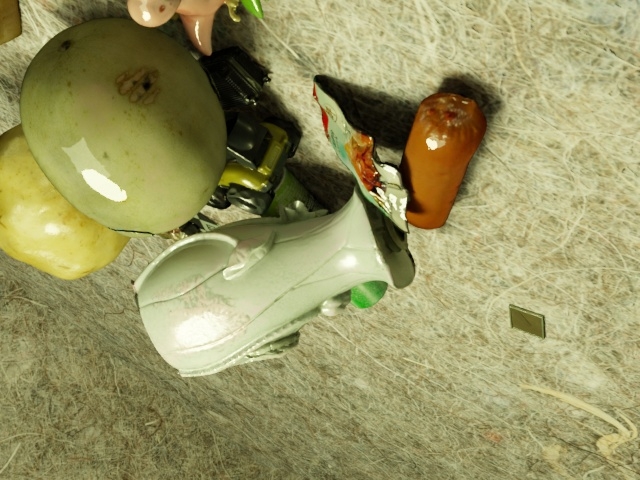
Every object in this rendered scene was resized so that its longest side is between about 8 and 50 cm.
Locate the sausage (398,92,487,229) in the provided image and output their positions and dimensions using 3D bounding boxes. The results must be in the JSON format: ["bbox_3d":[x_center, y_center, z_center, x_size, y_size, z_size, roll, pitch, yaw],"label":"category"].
[{"bbox_3d":[0.157,-0.099,1.427,0.097,0.094,0.348,26,158,7],"label":"sausage"}]

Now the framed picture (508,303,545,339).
[{"bbox_3d":[0.368,0.145,1.805,0.066,0.007,0.089,19,155,24],"label":"framed picture"}]

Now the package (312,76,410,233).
[{"bbox_3d":[0.055,-0.118,1.454,0.232,0.040,0.166,52,168,31],"label":"package"}]

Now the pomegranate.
[{"bbox_3d":[-0.472,-0.095,1.899,0.332,0.333,0.332,25,157,11],"label":"pomegranate"}]

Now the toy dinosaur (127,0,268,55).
[{"bbox_3d":[-0.154,-0.302,1.259,0.152,0.177,0.194,27,159,9],"label":"toy dinosaur"}]

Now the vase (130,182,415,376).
[{"bbox_3d":[-0.070,0.060,1.653,0.445,0.250,0.250,-23,134,19],"label":"vase"}]

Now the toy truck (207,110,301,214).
[{"bbox_3d":[-0.153,-0.143,1.612,0.165,0.147,0.224,35,162,-35],"label":"toy truck"}]

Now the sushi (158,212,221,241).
[{"bbox_3d":[-0.309,-0.017,2.208,0.219,0.047,0.231,33,157,-9],"label":"sushi"}]

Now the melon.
[{"bbox_3d":[-0.260,-0.152,1.401,0.268,0.268,0.330,11,150,36],"label":"melon"}]

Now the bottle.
[{"bbox_3d":[0.000,0.000,1.820,0.093,0.093,0.330,3,145,47],"label":"bottle"}]

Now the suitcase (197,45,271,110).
[{"bbox_3d":[-0.142,-0.242,1.523,0.086,0.059,0.126,44,153,-29],"label":"suitcase"}]

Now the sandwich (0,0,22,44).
[{"bbox_3d":[-0.554,-0.393,1.657,0.094,0.096,0.258,33,155,6],"label":"sandwich"}]
